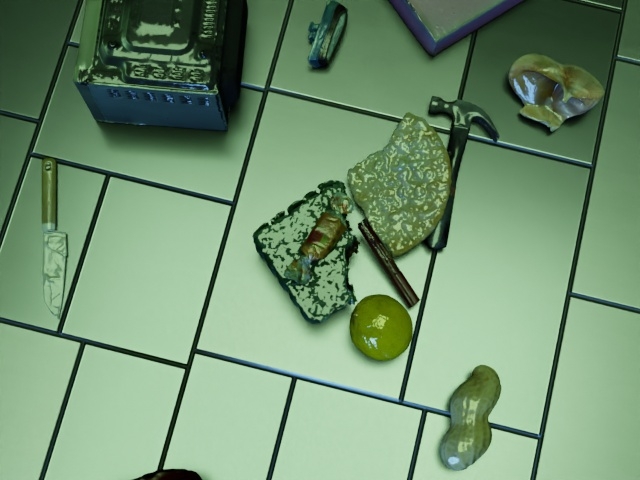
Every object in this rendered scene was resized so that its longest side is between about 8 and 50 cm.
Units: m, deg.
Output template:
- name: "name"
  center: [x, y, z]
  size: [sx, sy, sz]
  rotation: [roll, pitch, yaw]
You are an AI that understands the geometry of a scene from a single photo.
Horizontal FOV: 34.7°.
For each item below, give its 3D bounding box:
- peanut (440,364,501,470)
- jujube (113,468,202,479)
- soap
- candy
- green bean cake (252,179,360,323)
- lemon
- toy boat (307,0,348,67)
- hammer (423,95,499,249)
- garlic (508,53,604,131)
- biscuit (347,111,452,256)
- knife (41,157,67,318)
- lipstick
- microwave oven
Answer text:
- name: "peanut"
  center: [0.258, 0.302, 1.744]
  size: [0.082, 0.082, 0.187]
  rotation: [14, 75, 2]
- name: "jujube"
  center: [-0.284, 0.538, 1.600]
  size: [0.258, 0.258, 0.376]
  rotation: [9, 69, 1]
- name: "soap"
  center: [0.268, -0.492, 1.937]
  size: [0.259, 0.081, 0.181]
  rotation: [-33, 80, -10]
- name: "candy"
  center: [0.000, 0.000, 1.722]
  size: [0.053, 0.046, 0.182]
  rotation: [32, 72, 7]
- name: "green bean cake"
  center: [0.007, 0.026, 1.792]
  size: [0.193, 0.107, 0.208]
  rotation: [-32, 80, -11]
- name: "lemon"
  center: [0.105, 0.150, 1.759]
  size: [0.133, 0.109, 0.109]
  rotation: [40, 75, -36]
- name: "toy boat"
  center: [0.007, -0.390, 1.920]
  size: [0.061, 0.060, 0.137]
  rotation: [15, 81, 28]
- name: "hammer"
  center: [0.241, -0.118, 1.867]
  size: [0.137, 0.037, 0.289]
  rotation: [12, 76, 3]
- name: "garlic"
  center: [0.430, -0.284, 1.885]
  size: [0.174, 0.099, 0.124]
  rotation: [29, 63, 7]
- name: "biscuit"
  center: [0.141, -0.101, 1.840]
  size: [0.188, 0.040, 0.265]
  rotation: [9, 83, 16]
- name: "knife"
  center: [-0.478, -0.007, 1.835]
  size: [0.047, 0.017, 0.297]
  rotation: [-1, 76, -8]
- name: "lipstick"
  center: [0.118, 0.040, 1.809]
  size: [0.027, 0.027, 0.176]
  rotation: [-34, 94, -9]
- name: "microwave oven"
  center: [-0.278, -0.404, 1.834]
  size: [0.286, 0.218, 0.354]
  rotation: [5, 76, 1]
